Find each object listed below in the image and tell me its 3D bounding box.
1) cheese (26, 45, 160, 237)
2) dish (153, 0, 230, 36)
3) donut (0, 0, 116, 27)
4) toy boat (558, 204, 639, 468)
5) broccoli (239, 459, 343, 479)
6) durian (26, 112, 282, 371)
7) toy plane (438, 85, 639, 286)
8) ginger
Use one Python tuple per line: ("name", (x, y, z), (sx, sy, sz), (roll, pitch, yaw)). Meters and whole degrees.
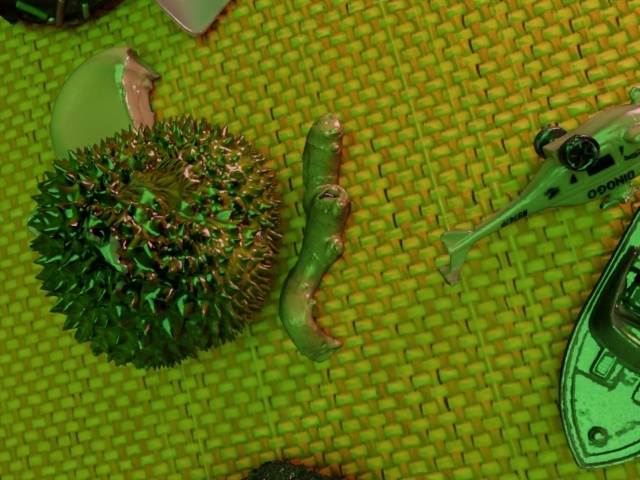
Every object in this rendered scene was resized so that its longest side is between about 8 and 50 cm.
("cheese", (-0.300, -0.123, 0.766), (0.249, 0.071, 0.163), (-35, 80, 9))
("dish", (-0.138, -0.374, 0.721), (0.212, 0.151, 0.077), (-46, 44, 3))
("donut", (-0.337, -0.423, 0.764), (0.345, 0.136, 0.259), (-41, 76, 9))
("toy boat", (0.336, 0.088, 0.600), (0.141, 0.092, 0.319), (28, 94, 15))
("broccoli", (-0.040, 0.371, 0.595), (0.308, 0.308, 0.275), (36, 132, 12))
("durian", (-0.180, 0.003, 0.650), (0.292, 0.225, 0.290), (0, 92, 9))
("toy plane", (0.244, -0.053, 0.640), (0.287, 0.092, 0.108), (-31, 106, 7))
("ginger", (0.000, 0.000, 0.692), (0.089, 0.075, 0.287), (3, 88, 54))
